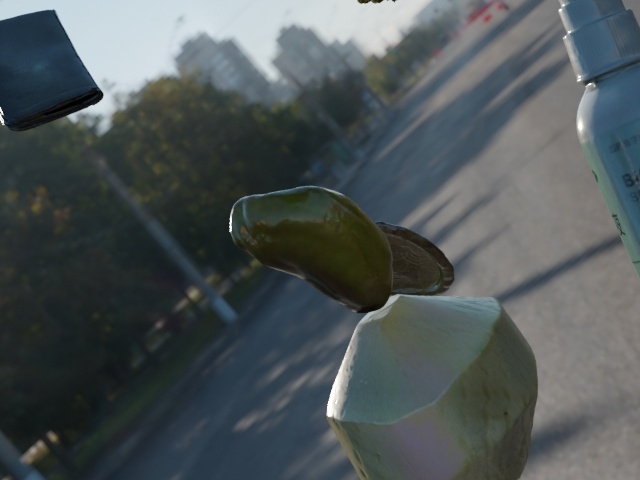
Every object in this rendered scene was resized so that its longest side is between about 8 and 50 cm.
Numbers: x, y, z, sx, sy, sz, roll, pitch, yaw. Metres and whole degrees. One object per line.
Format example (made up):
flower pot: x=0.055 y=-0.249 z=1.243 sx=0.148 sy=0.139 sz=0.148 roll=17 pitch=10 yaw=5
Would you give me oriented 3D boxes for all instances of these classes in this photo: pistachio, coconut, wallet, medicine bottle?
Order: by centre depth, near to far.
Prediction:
medicine bottle: x=0.288 y=-0.087 z=1.257 sx=0.110 sy=0.351 sz=0.110 roll=-24 pitch=0 yaw=0
pistachio: x=0.000 y=-0.003 z=1.485 sx=0.110 sy=0.189 sz=0.100 roll=-54 pitch=8 yaw=39
coconut: x=0.129 y=0.173 z=1.616 sx=0.259 sy=0.259 sz=0.259 roll=-42 pitch=3 yaw=2
wallet: x=-0.380 y=-0.228 z=1.872 sx=0.137 sy=0.031 sz=0.255 roll=-19 pitch=40 yaw=-13

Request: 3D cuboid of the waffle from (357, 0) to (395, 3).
waffle: x=0.107 y=-0.397 z=1.880 sx=0.193 sy=0.070 sz=0.197 roll=-27 pitch=-32 yaw=-21

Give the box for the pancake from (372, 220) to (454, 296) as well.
pancake: x=0.100 y=0.030 z=2.073 sx=0.199 sy=0.199 sz=0.021 roll=-38 pitch=29 yaw=54
